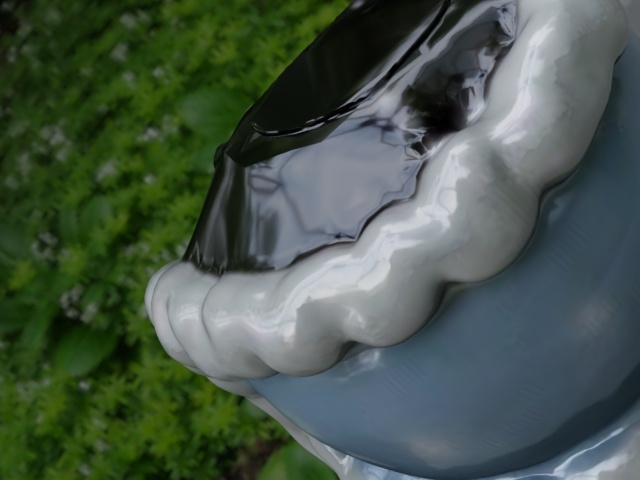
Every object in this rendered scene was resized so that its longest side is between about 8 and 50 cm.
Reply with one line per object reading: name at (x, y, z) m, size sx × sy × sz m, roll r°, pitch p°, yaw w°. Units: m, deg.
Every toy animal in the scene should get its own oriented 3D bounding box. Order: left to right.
toy animal at (0.062, 0.007, 0.493) m, size 0.208 × 0.204 × 0.156 m, roll -46°, pitch 33°, yaw -1°
